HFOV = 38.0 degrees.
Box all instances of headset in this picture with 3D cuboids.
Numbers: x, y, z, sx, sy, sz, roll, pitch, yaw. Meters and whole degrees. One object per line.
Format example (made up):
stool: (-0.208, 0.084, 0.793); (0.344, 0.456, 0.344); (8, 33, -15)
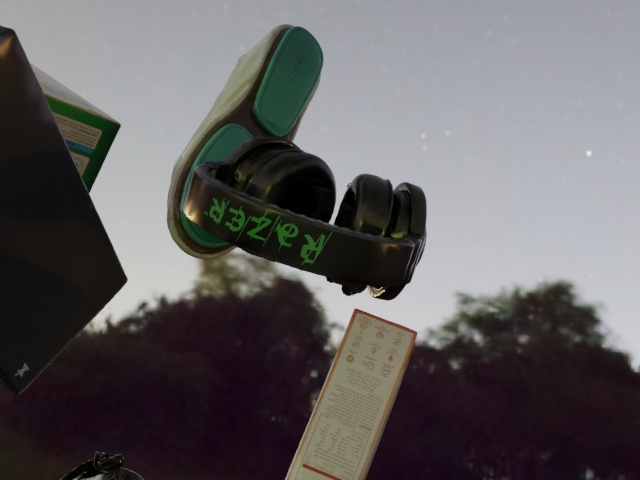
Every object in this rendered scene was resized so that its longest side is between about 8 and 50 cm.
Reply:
headset: (0.000, 0.000, 1.023); (0.243, 0.185, 0.394); (21, 12, 17)

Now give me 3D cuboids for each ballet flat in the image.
ballet flat: (-0.112, -0.123, 1.202); (0.139, 0.400, 0.139); (15, -36, 12)

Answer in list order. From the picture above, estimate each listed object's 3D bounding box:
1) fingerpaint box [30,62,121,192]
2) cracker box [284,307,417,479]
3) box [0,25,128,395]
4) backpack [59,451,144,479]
fingerpaint box: (-0.609, -0.241, 1.472); (0.445, 0.163, 0.371); (19, 10, -47)
cracker box: (0.018, 0.195, 0.873); (0.067, 0.232, 0.155); (22, -16, 7)
box: (-0.403, -0.061, 0.923); (0.313, 0.179, 0.343); (24, -33, 27)
backpack: (-0.251, 0.325, 1.046); (0.182, 0.115, 0.152); (-20, -62, 39)
